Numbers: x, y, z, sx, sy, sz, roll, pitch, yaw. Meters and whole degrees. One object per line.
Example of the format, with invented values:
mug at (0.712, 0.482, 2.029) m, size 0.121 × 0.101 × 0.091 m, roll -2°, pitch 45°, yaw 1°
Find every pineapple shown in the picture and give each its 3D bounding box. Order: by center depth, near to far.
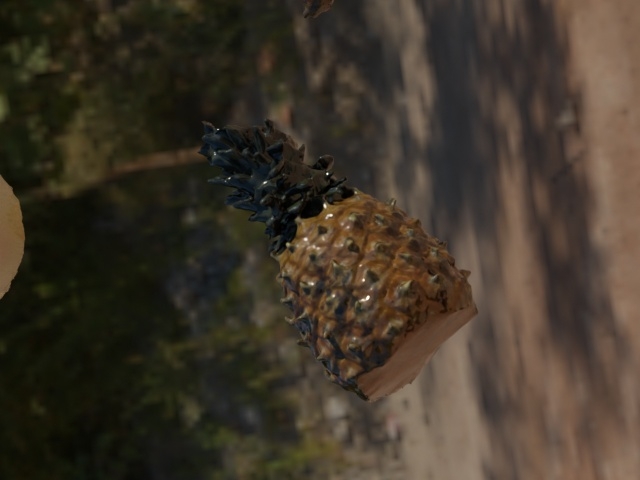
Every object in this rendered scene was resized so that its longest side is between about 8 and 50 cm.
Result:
pineapple at (0.000, 0.000, 1.669) m, size 0.278 × 0.158 × 0.158 m, roll 48°, pitch 158°, yaw 19°

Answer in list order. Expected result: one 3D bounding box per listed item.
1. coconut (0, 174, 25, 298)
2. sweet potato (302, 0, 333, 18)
coconut at (-0.435, -0.008, 1.923) m, size 0.244 × 0.239 × 0.239 m, roll -10°, pitch -87°, yaw -66°
sweet potato at (-0.023, -0.216, 0.749) m, size 0.057 × 0.057 × 0.264 m, roll -129°, pitch 27°, yaw -72°
